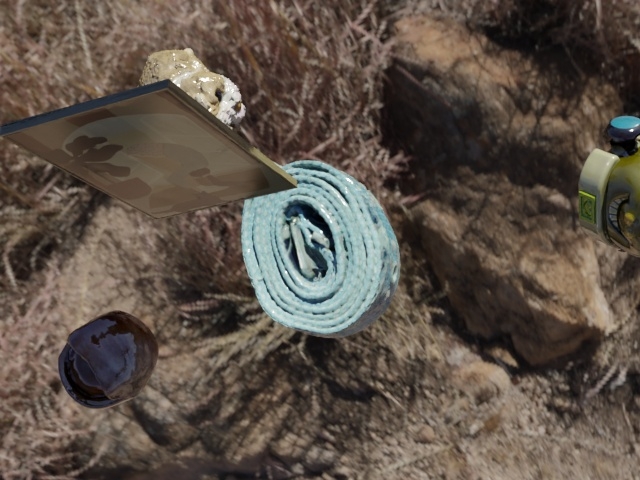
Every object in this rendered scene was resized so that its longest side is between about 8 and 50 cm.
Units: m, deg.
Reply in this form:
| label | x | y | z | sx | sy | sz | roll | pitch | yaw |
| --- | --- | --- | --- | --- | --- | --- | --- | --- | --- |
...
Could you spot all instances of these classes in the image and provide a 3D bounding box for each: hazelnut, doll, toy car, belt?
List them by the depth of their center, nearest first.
| label | x | y | z | sx | sy | sz | roll | pitch | yaw |
| --- | --- | --- | --- | --- | --- | --- | --- | --- | --- |
| hazelnut | -0.181 | 0.102 | 0.825 | 0.086 | 0.086 | 0.086 | -8 | 63 | 17 |
| belt | 0.002 | 0.009 | 0.904 | 0.148 | 0.082 | 0.162 | 6 | 85 | 17 |
| doll | -0.183 | -0.200 | 1.275 | 0.115 | 0.105 | 0.221 | -33 | 50 | -6 |
| toy car | 0.509 | -0.072 | 1.356 | 0.248 | 0.204 | 0.198 | -25 | 35 | -25 |

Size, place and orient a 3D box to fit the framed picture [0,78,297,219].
| label | x | y | z | sx | sy | sz | roll | pitch | yaw |
| --- | --- | --- | --- | --- | --- | --- | --- | --- | --- |
| framed picture | -0.120 | -0.060 | 0.724 | 0.136 | 0.201 | 0.010 | -11 | 71 | 21 |
